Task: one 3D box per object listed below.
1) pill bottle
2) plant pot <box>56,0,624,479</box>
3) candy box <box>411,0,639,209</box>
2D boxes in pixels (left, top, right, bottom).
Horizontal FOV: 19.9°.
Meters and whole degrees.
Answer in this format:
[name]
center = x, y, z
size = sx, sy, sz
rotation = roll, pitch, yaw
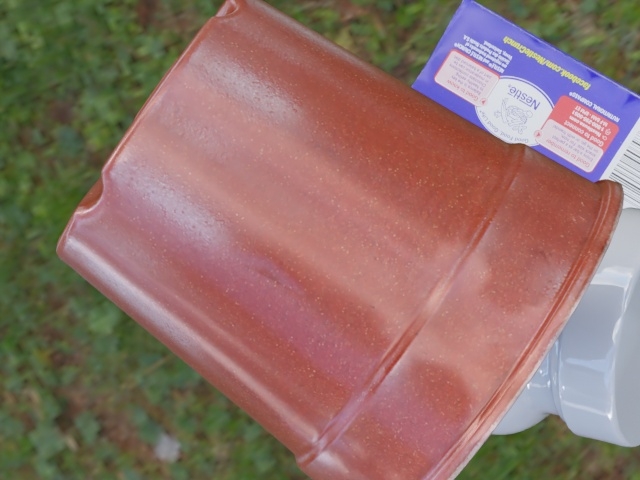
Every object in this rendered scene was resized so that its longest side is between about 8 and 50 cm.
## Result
[pill bottle]
center = 0.090, 0.031, 1.400
size = 0.363, 0.210, 0.210
rotation = 14, 118, 29
[plant pot]
center = 0.000, 0.000, 1.126
size = 0.265, 0.272, 0.272
rotation = 35, 129, -3
[candy box]
center = 0.248, -0.076, 1.710
size = 0.268, 0.317, 0.122
rotation = 33, 92, 21
